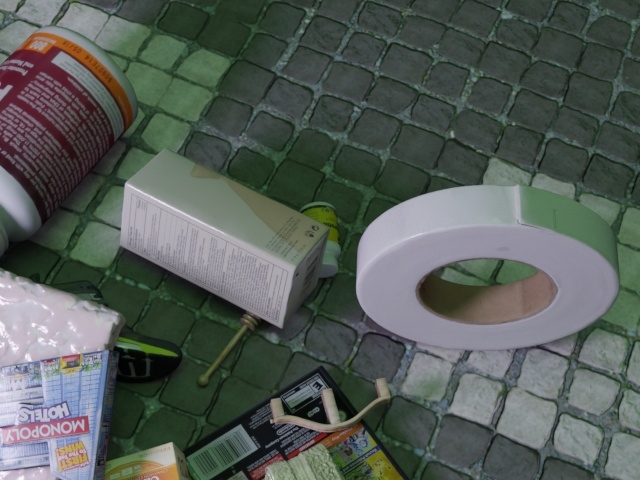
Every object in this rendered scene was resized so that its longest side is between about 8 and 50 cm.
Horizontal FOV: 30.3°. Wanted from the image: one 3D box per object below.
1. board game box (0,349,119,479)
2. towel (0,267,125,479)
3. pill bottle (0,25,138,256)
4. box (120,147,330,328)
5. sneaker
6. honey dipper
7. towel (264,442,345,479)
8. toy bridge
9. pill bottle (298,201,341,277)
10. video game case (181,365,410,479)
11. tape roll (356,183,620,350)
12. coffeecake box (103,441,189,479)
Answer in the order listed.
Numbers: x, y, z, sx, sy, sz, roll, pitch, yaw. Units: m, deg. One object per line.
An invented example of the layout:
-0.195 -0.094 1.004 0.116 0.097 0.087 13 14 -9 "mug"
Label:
-0.371 0.263 1.651 0.194 0.060 0.194 -9 80 4 "board game box"
-0.490 0.200 1.729 0.331 0.053 0.317 19 84 7 "towel"
-0.493 -0.142 1.899 0.224 0.224 0.392 29 60 12 "pill bottle"
-0.156 -0.006 1.873 0.311 0.148 0.121 27 44 13 "box"
-0.351 0.126 1.821 0.300 0.111 0.121 18 56 4 "sneaker"
-0.143 0.166 1.860 0.030 0.030 0.161 33 66 14 "honey dipper"
-0.006 0.372 1.705 0.110 0.027 0.148 -21 63 -18 "towel"
0.016 0.256 1.779 0.188 0.026 0.063 -10 61 -12 "toy bridge"
0.000 0.000 1.948 0.065 0.065 0.116 -3 60 -6 "pill bottle"
-0.038 0.352 1.752 0.275 0.035 0.248 -30 66 -21 "video game case"
0.245 0.049 1.751 0.392 0.392 0.072 5 58 -2 "tape roll"
-0.250 0.399 1.665 0.142 0.068 0.185 -17 63 2 "coffeecake box"
